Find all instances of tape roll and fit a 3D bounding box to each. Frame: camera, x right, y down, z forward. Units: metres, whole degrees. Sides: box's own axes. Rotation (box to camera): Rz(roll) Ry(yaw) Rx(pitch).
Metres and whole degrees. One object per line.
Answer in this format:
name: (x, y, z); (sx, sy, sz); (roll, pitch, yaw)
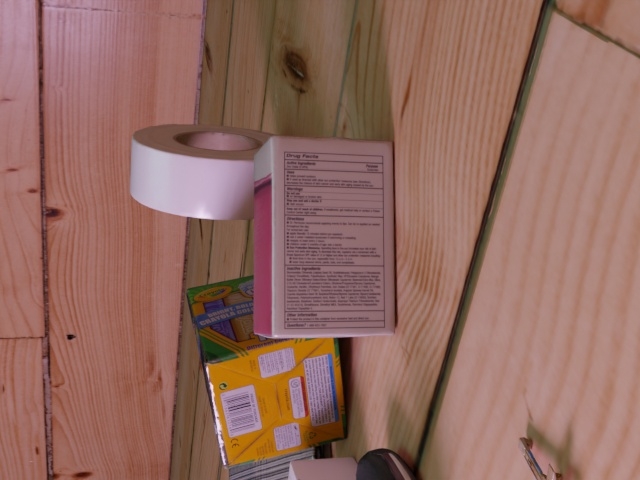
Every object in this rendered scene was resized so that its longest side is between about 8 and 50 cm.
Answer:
tape roll: (-0.176, -0.122, 1.359); (0.286, 0.286, 0.100); (-127, 40, -65)

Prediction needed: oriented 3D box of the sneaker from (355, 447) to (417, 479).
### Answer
sneaker: (0.034, 0.339, 0.813); (0.281, 0.163, 0.106); (-106, 23, -45)

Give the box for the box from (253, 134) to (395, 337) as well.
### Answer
box: (0.000, 0.000, 0.975); (0.127, 0.149, 0.232); (161, 109, -74)

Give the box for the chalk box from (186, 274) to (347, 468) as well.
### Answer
chalk box: (-0.088, 0.160, 1.187); (0.289, 0.179, 0.180); (-123, 24, -64)

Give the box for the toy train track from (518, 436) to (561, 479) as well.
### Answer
toy train track: (0.171, 0.179, 0.612); (0.083, 0.014, 0.048); (-109, 17, -64)

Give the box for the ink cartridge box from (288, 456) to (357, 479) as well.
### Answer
ink cartridge box: (0.005, 0.370, 1.051); (0.092, 0.090, 0.143); (-125, 39, -64)

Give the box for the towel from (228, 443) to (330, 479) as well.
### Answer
towel: (-0.058, 0.458, 1.257); (0.324, 0.056, 0.312); (-35, 52, 52)

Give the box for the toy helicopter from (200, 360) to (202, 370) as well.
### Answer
toy helicopter: (-0.184, 0.259, 1.654); (0.235, 0.140, 0.355); (-106, 21, -53)
